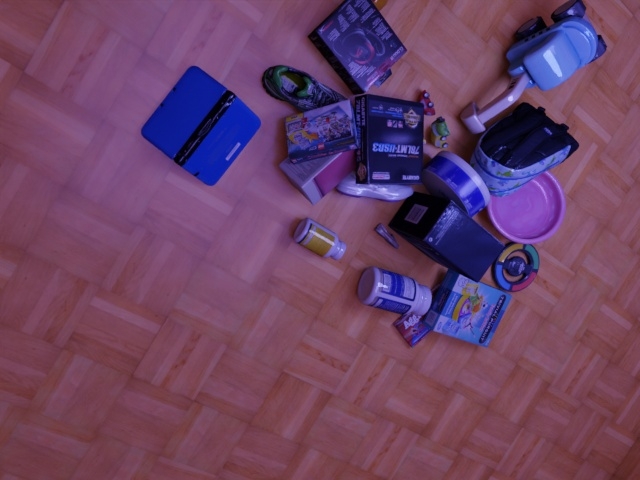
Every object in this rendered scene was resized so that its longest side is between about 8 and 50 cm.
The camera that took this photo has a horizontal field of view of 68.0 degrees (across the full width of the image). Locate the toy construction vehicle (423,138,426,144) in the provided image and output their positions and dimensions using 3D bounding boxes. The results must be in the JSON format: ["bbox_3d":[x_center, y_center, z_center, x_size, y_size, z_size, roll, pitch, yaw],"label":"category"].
[{"bbox_3d":[0.355,-0.404,1.803,0.086,0.035,0.098,-20,99,-12],"label":"toy construction vehicle"}]

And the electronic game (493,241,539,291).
[{"bbox_3d":[0.851,0.114,2.061,0.229,0.048,0.229,-4,103,-16],"label":"electronic game"}]

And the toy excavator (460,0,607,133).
[{"bbox_3d":[0.765,-0.618,1.754,0.222,0.433,0.445,47,59,-21],"label":"toy excavator"}]

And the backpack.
[{"bbox_3d":[0.732,-0.328,1.793,0.355,0.273,0.290,-29,67,-36],"label":"backpack"}]

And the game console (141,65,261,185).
[{"bbox_3d":[-0.393,-0.378,1.589,0.293,0.173,0.250,-52,142,0],"label":"game console"}]

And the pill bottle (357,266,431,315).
[{"bbox_3d":[0.292,0.206,1.860,0.264,0.153,0.153,18,97,-19],"label":"pill bottle"}]

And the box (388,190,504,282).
[{"bbox_3d":[0.463,-0.018,1.782,0.294,0.296,0.183,34,91,-20],"label":"box"}]

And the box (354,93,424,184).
[{"bbox_3d":[0.244,-0.341,1.653,0.295,0.073,0.293,-4,95,-39],"label":"box"}]

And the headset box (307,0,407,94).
[{"bbox_3d":[0.137,-0.665,1.634,0.218,0.110,0.293,-46,110,-2],"label":"headset box"}]

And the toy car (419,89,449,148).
[{"bbox_3d":[0.417,-0.420,1.726,0.053,0.225,0.239,-23,110,10],"label":"toy car"}]

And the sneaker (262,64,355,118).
[{"bbox_3d":[-0.030,-0.481,1.609,0.343,0.146,0.134,19,96,-20],"label":"sneaker"}]

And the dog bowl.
[{"bbox_3d":[0.496,-0.201,1.767,0.104,0.265,0.265,-42,110,-1],"label":"dog bowl"}]

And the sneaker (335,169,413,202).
[{"bbox_3d":[0.212,-0.224,1.756,0.305,0.114,0.152,6,102,-18],"label":"sneaker"}]

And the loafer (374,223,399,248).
[{"bbox_3d":[0.269,-0.017,1.861,0.125,0.045,0.039,39,83,-18],"label":"loafer"}]

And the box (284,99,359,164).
[{"bbox_3d":[0.002,-0.357,1.571,0.233,0.044,0.159,-11,76,16],"label":"box"}]

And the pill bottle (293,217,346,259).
[{"bbox_3d":[0.000,0.000,1.752,0.184,0.103,0.103,30,93,-20],"label":"pill bottle"}]

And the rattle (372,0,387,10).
[{"bbox_3d":[0.197,-0.912,1.638,0.130,0.143,0.200,-35,96,-40],"label":"rattle"}]

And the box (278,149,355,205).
[{"bbox_3d":[0.000,-0.264,1.647,0.232,0.148,0.127,-42,147,-3],"label":"box"}]

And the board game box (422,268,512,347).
[{"bbox_3d":[0.621,0.288,1.990,0.336,0.079,0.254,21,96,-28],"label":"board game box"}]

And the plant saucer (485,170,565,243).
[{"bbox_3d":[0.821,-0.148,1.932,0.332,0.084,0.332,1,85,-6],"label":"plant saucer"}]

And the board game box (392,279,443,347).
[{"bbox_3d":[0.450,0.310,1.999,0.281,0.027,0.145,-40,109,-4],"label":"board game box"}]
